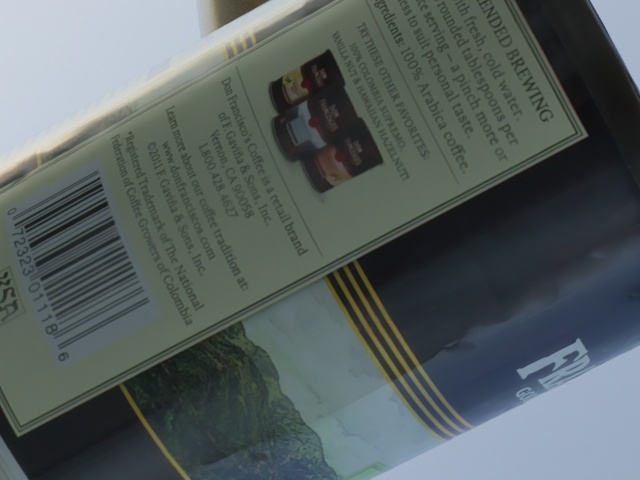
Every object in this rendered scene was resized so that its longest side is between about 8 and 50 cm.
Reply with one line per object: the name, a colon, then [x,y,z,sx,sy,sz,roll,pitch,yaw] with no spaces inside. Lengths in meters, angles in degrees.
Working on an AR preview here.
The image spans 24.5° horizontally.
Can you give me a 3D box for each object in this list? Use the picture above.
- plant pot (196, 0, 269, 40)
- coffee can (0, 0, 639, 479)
plant pot: [-0.007,-0.219,1.161,0.237,0.237,0.254,50,-45,35]
coffee can: [0.000,0.000,0.620,0.275,0.201,0.201,-28,-119,9]
